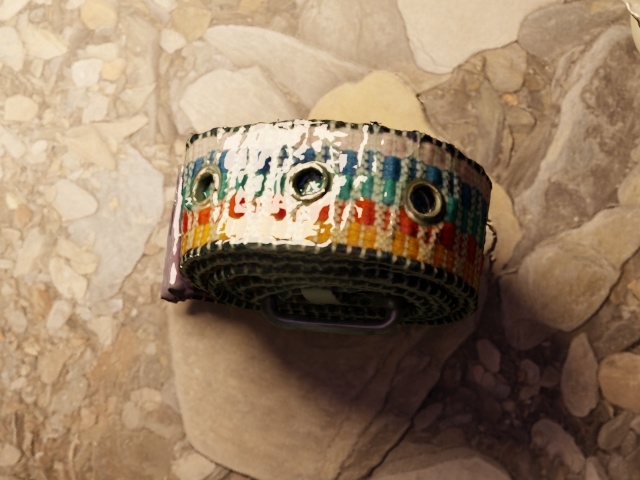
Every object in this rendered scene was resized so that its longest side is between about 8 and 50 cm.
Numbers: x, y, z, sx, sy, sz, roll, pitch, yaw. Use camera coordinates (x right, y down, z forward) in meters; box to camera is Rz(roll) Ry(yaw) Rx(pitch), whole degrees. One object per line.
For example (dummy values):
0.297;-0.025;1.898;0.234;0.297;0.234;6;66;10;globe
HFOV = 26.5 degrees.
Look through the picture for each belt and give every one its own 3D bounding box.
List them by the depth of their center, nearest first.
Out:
0.000;0.000;1.202;0.295;0.207;0.161;6;72;3;belt

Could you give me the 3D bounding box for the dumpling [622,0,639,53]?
0.377;-0.222;1.332;0.176;0.092;0.150;9;60;11;dumpling
